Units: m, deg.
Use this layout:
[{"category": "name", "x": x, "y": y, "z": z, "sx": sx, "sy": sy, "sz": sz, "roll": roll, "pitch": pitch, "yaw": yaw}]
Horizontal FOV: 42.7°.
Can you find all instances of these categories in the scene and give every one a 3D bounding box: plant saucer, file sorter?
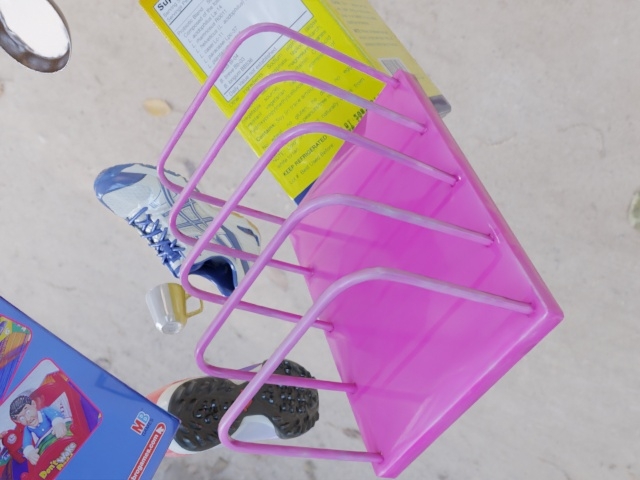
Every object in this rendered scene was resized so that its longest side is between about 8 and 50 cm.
[{"category": "plant saucer", "x": -0.453, "y": -0.338, "z": 1.274, "sx": 0.168, "sy": 0.029, "sz": 0.168, "roll": 18, "pitch": 139, "yaw": 17}, {"category": "file sorter", "x": 0.000, "y": 0.000, "z": 0.641, "sx": 0.182, "sy": 0.290, "sz": 0.202, "roll": 15, "pitch": 127, "yaw": -34}]

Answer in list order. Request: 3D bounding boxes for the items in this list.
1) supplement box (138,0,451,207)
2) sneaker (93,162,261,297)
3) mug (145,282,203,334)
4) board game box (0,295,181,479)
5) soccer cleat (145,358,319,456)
[{"category": "supplement box", "x": -0.027, "y": -0.243, "z": 1.077, "sx": 0.194, "sy": 0.195, "sz": 0.356, "roll": -39, "pitch": 86, "yaw": 25}, {"category": "sneaker", "x": -0.222, "y": -0.012, "z": 1.287, "sx": 0.296, "sy": 0.131, "sz": 0.112, "roll": 27, "pitch": 139, "yaw": -25}, {"category": "mug", "x": -0.224, "y": 0.103, "z": 1.244, "sx": 0.078, "sy": 0.064, "sz": 0.062, "roll": -35, "pitch": 140, "yaw": 19}, {"category": "board game box", "x": -0.251, "y": 0.188, "z": 0.417, "sx": 0.078, "sy": 0.347, "sz": 0.233, "roll": -3, "pitch": 140, "yaw": 45}, {"category": "soccer cleat", "x": -0.118, "y": 0.216, "z": 1.059, "sx": 0.116, "sy": 0.318, "sz": 0.108, "roll": -16, "pitch": 79, "yaw": 32}]
